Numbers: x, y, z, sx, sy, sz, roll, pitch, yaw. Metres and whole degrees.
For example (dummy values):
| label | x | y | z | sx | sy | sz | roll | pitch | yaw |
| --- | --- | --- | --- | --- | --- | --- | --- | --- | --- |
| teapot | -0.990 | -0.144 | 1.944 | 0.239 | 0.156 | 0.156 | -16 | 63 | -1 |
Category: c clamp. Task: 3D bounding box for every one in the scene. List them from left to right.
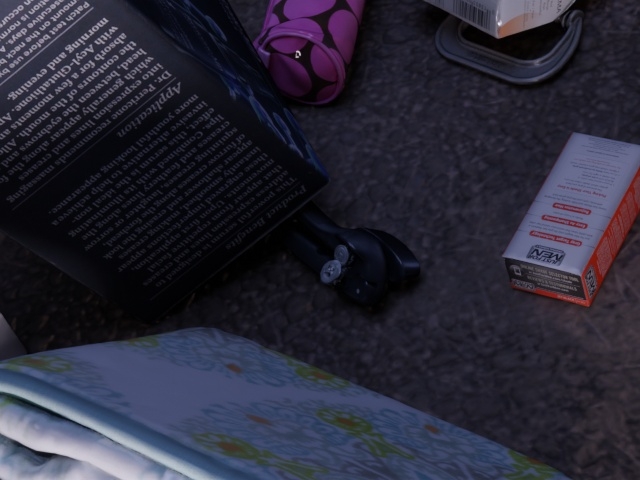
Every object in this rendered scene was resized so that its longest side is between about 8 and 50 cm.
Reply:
| label | x | y | z | sx | sy | sz | roll | pitch | yaw |
| --- | --- | --- | --- | --- | --- | --- | --- | --- | --- |
| c clamp | 0.177 | -0.204 | 1.621 | 0.137 | 0.022 | 0.160 | -42 | 49 | -18 |

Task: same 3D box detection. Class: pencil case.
| label | x | y | z | sx | sy | sz | roll | pitch | yaw |
| --- | --- | --- | --- | --- | --- | --- | --- | --- | --- |
| pencil case | -0.007 | -0.227 | 1.663 | 0.098 | 0.095 | 0.209 | 20 | 49 | -9 |

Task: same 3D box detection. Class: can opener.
| label | x | y | z | sx | sy | sz | roll | pitch | yaw |
| --- | --- | --- | --- | --- | --- | --- | --- | --- | --- |
| can opener | 0.000 | 0.000 | 1.495 | 0.186 | 0.073 | 0.059 | 31 | 105 | 41 |

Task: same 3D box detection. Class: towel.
| label | x | y | z | sx | sy | sz | roll | pitch | yaw |
| --- | --- | --- | --- | --- | --- | --- | --- | --- | --- |
| towel | -0.034 | 0.159 | 1.200 | 0.374 | 0.320 | 0.090 | 21 | 101 | 27 |

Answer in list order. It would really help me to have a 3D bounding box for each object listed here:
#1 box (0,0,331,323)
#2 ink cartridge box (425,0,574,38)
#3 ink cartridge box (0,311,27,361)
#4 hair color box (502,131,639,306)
| label | x | y | z | sx | sy | sz | roll | pitch | yaw |
| --- | --- | --- | --- | --- | --- | --- | --- | --- | --- |
| box | -0.217 | -0.161 | 1.427 | 0.212 | 0.395 | 0.293 | -37 | 53 | 10 |
| ink cartridge box | 0.182 | -0.245 | 1.632 | 0.179 | 0.045 | 0.145 | -17 | 35 | -33 |
| ink cartridge box | -0.441 | 0.019 | 1.481 | 0.309 | 0.272 | 0.130 | 17 | 58 | 31 |
| hair color box | 0.210 | -0.019 | 1.432 | 0.072 | 0.043 | 0.141 | 15 | 56 | 30 |
